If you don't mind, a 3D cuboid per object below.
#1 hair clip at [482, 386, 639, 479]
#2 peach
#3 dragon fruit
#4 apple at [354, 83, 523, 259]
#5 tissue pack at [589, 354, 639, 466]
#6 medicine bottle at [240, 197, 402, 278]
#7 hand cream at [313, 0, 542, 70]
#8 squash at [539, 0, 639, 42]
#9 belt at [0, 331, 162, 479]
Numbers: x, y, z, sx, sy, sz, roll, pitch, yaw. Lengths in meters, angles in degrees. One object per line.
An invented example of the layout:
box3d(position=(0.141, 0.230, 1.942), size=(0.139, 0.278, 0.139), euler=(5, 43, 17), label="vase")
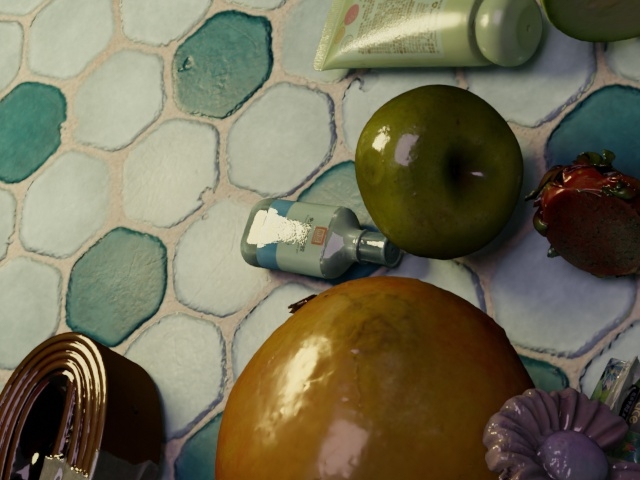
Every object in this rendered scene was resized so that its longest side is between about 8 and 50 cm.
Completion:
box3d(position=(0.245, 0.273, 1.410), size=(0.069, 0.173, 0.300), euler=(-37, 58, 50), label="hair clip")
box3d(position=(0.056, 0.216, 1.556), size=(0.373, 0.290, 0.372), euler=(5, 60, -9), label="peach")
box3d(position=(0.292, -0.039, 1.650), size=(0.175, 0.142, 0.138), euler=(-90, 21, -49), label="dragon fruit")
box3d(position=(0.130, -0.077, 1.734), size=(0.157, 0.196, 0.196), euler=(3, 68, 59), label="apple")
box3d(position=(0.307, 0.177, 1.546), size=(0.085, 0.079, 0.111), euler=(12, 61, 39), label="tissue pack")
box3d(position=(0.000, 0.000, 1.861), size=(0.208, 0.054, 0.090), euler=(8, 72, 35), label="medicine bottle")
box3d(position=(0.125, -0.266, 1.887), size=(0.306, 0.093, 0.147), euler=(10, 79, 38), label="hand cream")
box3d(position=(0.325, -0.404, 1.750), size=(0.233, 0.210, 0.309), euler=(-18, 63, 9), label="squash")
box3d(position=(-0.308, 0.289, 1.886), size=(0.217, 0.122, 0.338), euler=(-7, 62, 33), label="belt")
